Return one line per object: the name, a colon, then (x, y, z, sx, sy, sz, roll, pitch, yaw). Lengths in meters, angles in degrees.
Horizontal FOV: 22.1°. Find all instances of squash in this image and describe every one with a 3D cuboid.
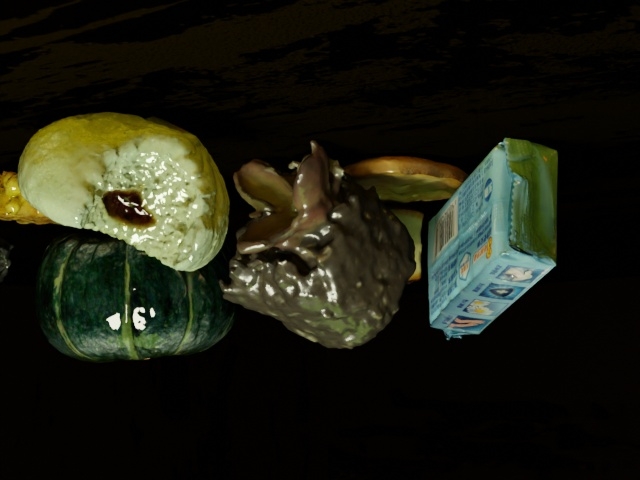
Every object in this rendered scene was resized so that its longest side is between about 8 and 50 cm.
squash: (-0.222, 0.062, 1.986, 0.252, 0.165, 0.252, -4, 179, 0)

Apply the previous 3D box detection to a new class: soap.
soap: (0.190, 0.001, 1.852, 0.077, 0.156, 0.293, 10, 157, -13)

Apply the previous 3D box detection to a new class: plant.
plant: (-0.012, 0.008, 1.864, 0.234, 0.178, 0.204, 38, 156, -29)

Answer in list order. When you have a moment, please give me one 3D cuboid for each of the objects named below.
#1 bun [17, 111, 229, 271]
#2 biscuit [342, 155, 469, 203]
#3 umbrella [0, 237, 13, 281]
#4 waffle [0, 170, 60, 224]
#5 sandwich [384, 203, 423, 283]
bun: (-0.180, -0.059, 1.584, 0.204, 0.126, 0.212, 28, -173, 37)
biscuit: (0.090, -0.071, 1.974, 0.203, 0.041, 0.260, 3, 173, 4)
umbrella: (-0.454, 0.002, 2.010, 0.128, 0.154, 0.336, -39, -174, -4)
waffle: (-0.285, -0.053, 1.965, 0.260, 0.069, 0.293, 2, 177, -6)
sandwich: (0.000, 0.000, 2.132, 0.220, 0.108, 0.186, -2, -172, -23)
